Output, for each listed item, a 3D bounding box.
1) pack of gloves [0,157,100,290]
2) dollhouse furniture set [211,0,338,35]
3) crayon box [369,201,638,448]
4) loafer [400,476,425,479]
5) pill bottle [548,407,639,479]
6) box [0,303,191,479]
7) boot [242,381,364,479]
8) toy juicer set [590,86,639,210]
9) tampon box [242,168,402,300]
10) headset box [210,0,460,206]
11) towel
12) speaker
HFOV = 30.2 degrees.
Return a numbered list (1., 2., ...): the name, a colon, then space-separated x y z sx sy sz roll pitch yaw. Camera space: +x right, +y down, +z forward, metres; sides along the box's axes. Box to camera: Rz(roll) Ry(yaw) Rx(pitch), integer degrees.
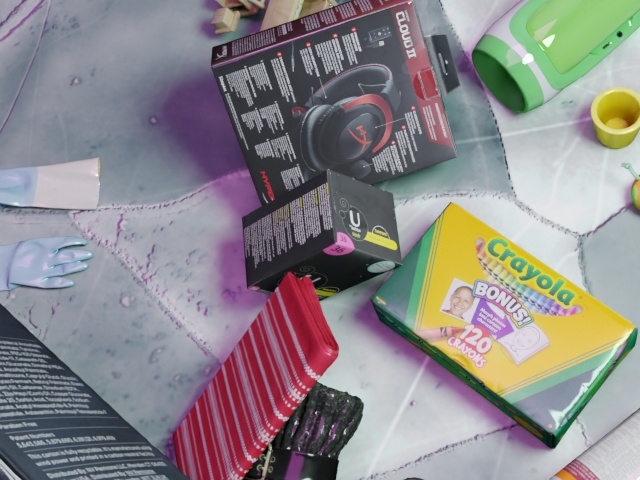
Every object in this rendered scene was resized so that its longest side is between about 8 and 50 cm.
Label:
1. pack of gloves: -0.425 -0.023 1.639 0.232 0.046 0.195 -6 65 9
2. dollhouse furniture set: -0.082 -0.272 1.672 0.161 0.101 0.182 1 66 38
3. crayon box: 0.220 0.100 1.438 0.278 0.081 0.165 36 78 22
4. loafer: 0.034 0.394 1.341 0.109 0.095 0.302 30 76 21
5. pill bottle: 0.371 0.253 1.321 0.221 0.121 0.121 -36 65 -6
6. box: -0.459 0.335 1.285 0.471 0.297 0.480 38 99 21
7. boot: -0.005 0.290 1.309 0.348 0.131 0.260 13 68 51
8. toy juicer set: 0.521 -0.137 1.476 0.329 0.089 0.209 -17 65 3
9. tampon box: 0.000 0.000 1.467 0.161 0.120 0.101 -27 59 39
10. headset box: 0.032 -0.182 1.517 0.293 0.218 0.110 -19 23 4
11. towel: -0.079 0.182 1.367 0.275 0.031 0.199 -54 24 14
12. speaker: 0.343 -0.302 1.563 0.296 0.131 0.131 -41 66 -8
